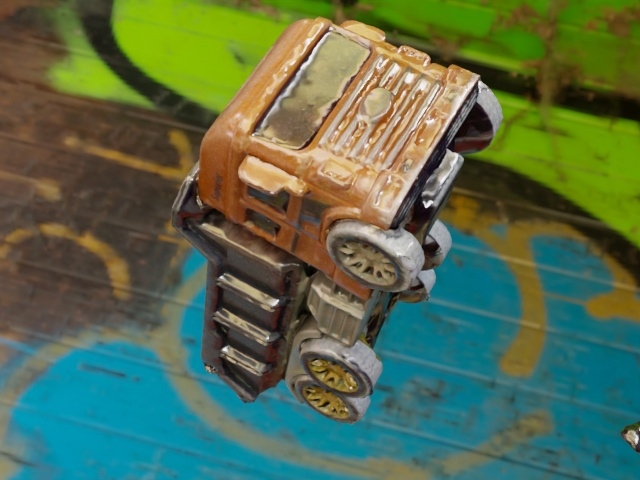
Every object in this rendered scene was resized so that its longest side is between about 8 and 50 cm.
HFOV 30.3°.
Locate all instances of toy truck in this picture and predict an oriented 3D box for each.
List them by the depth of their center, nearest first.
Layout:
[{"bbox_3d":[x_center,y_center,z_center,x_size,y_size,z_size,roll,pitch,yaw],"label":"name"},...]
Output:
[{"bbox_3d":[0.000,0.000,0.466,0.083,0.092,0.192,-57,170,-30],"label":"toy truck"}]

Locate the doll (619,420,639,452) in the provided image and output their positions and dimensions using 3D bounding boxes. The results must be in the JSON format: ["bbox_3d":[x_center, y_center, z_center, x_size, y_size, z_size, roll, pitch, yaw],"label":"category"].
[{"bbox_3d":[0.329,0.108,0.948,0.195,0.096,0.070,-46,166,3],"label":"doll"}]
